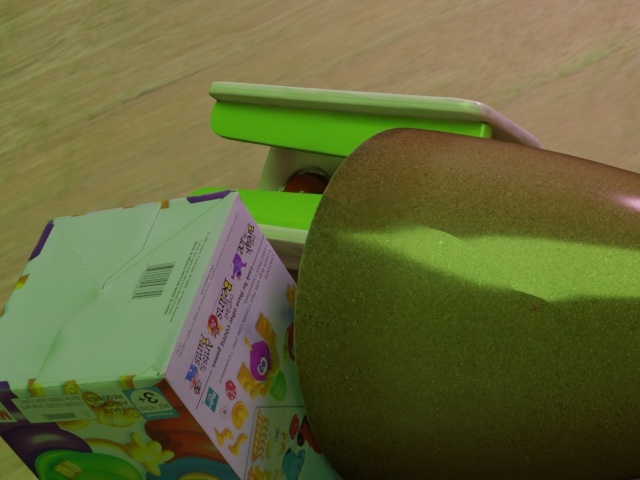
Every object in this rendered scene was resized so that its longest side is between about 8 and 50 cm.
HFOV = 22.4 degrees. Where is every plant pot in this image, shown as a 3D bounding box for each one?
[{"bbox_3d":[0.155,0.052,0.955,0.254,0.237,0.237,3,48,36],"label":"plant pot"}]

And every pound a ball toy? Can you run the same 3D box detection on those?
[{"bbox_3d":[0.000,0.000,1.243,0.319,0.136,0.208,7,76,41],"label":"pound a ball toy"}]

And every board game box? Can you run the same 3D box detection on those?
[{"bbox_3d":[-0.067,0.122,0.993,0.142,0.275,0.144,-8,42,29],"label":"board game box"}]
